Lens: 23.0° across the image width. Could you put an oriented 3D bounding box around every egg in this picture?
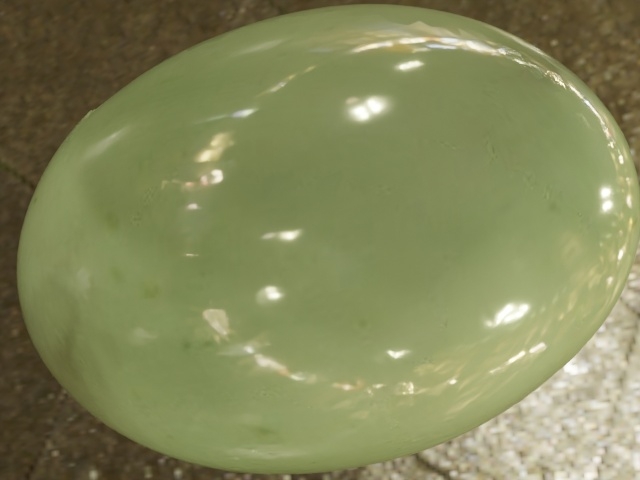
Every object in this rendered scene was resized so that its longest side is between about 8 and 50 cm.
[{"bbox_3d":[0.000,0.000,0.701,0.203,0.282,0.203,-9,90,-76],"label":"egg"}]
